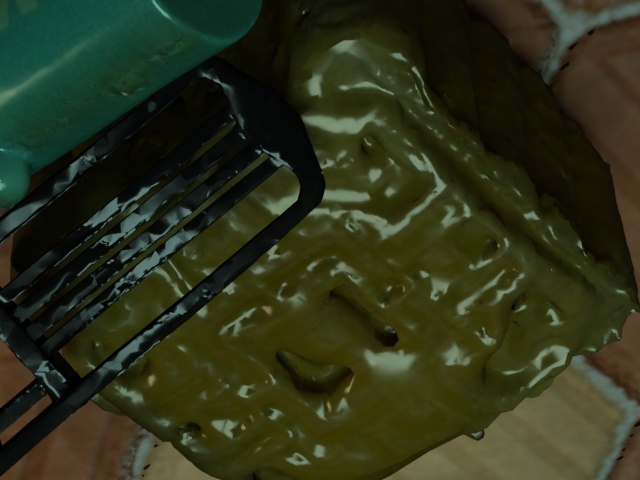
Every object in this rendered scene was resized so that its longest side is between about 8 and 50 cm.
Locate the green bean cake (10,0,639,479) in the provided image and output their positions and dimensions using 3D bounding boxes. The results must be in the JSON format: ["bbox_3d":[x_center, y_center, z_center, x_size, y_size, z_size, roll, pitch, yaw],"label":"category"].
[{"bbox_3d":[0.000,0.000,0.765,0.224,0.131,0.229,-35,123,23],"label":"green bean cake"}]

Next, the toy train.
[{"bbox_3d":[-0.113,-0.082,0.642,0.101,0.159,0.248,26,141,-37],"label":"toy train"}]

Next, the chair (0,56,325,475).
[{"bbox_3d":[-0.102,0.016,0.670,0.212,0.101,0.084,-41,102,-9],"label":"chair"}]
